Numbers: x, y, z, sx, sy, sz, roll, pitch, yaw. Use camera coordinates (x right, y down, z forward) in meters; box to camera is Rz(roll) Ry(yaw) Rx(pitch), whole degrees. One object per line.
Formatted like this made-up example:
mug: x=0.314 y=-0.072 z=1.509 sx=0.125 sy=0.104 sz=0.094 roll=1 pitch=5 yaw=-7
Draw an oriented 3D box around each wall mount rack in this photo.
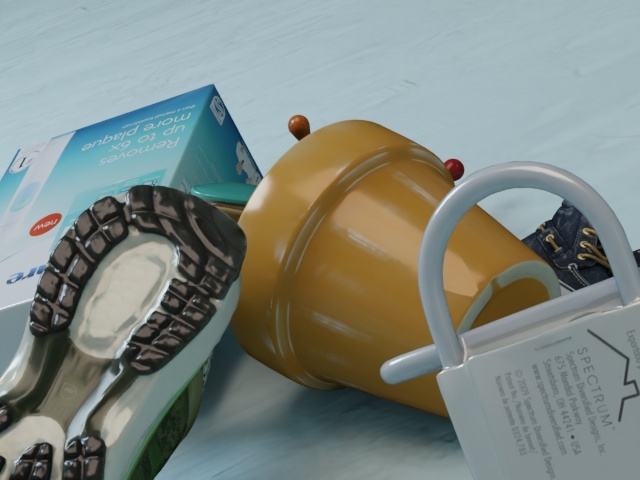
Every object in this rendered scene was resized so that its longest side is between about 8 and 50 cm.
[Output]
wall mount rack: x=0.202 y=0.109 z=0.827 sx=0.304 sy=0.350 sz=0.130 roll=-22 pitch=-7 yaw=25

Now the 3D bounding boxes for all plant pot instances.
plant pot: x=0.066 y=0.037 z=1.227 sx=0.205 sy=0.205 sz=0.188 roll=-32 pitch=43 yaw=-33

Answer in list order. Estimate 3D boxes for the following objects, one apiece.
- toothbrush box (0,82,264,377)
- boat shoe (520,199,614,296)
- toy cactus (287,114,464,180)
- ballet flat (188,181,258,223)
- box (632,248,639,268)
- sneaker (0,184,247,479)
toothbrush box: x=-0.187 y=0.015 z=1.424 sx=0.216 sy=0.126 sz=0.295 roll=-16 pitch=31 yaw=22
boat shoe: x=0.204 y=0.019 z=1.278 sx=0.083 sy=0.065 sz=0.183 roll=-49 pitch=24 yaw=3
toy cactus: x=0.009 y=-0.030 z=1.529 sx=0.219 sy=0.112 sz=0.180 roll=6 pitch=40 yaw=25
ballet flat: x=-0.009 y=-0.007 z=1.323 sx=0.232 sy=0.073 sz=0.080 roll=-3 pitch=18 yaw=-38
box: x=0.264 y=0.026 z=1.318 sx=0.083 sy=0.018 sz=0.067 roll=-20 pitch=23 yaw=-8
sneaker: x=-0.170 y=0.168 z=1.141 sx=0.158 sy=0.182 sz=0.410 roll=26 pitch=66 yaw=21
